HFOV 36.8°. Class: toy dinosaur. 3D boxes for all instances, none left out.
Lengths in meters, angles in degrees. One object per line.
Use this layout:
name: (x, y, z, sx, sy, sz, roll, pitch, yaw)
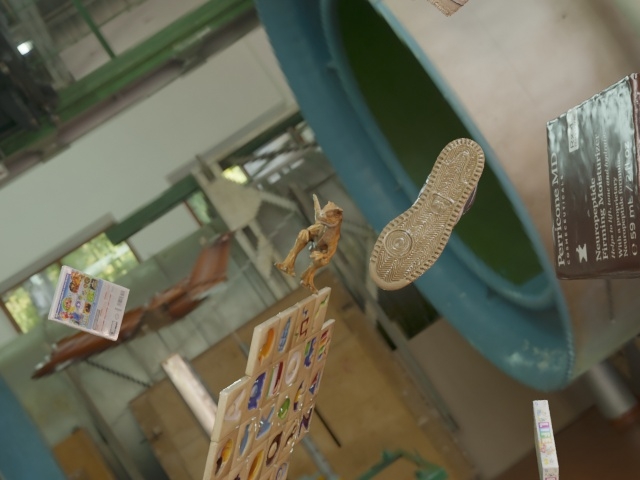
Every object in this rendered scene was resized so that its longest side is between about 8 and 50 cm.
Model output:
toy dinosaur: (0.000, 0.000, 1.125, 0.112, 0.064, 0.211, -56, 6, -6)

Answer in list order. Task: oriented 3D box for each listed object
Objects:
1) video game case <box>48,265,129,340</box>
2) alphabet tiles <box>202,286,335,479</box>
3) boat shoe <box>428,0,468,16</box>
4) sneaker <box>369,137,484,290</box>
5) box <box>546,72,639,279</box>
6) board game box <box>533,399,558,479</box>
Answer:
video game case: (-0.362, 0.099, 1.510, 0.011, 0.087, 0.122, -7, -25, 45)
alphabet tiles: (-0.060, 0.211, 1.162, 0.342, 0.011, 0.285, -24, -51, -68)
boat shoe: (0.088, -0.234, 0.871, 0.100, 0.035, 0.035, 22, -50, -29)
sneaker: (0.181, -0.032, 1.621, 0.282, 0.099, 0.153, -56, -8, -4)
box: (0.326, -0.051, 0.885, 0.167, 0.168, 0.203, -2, -5, -8)
board game box: (0.392, 0.370, 1.674, 0.026, 0.103, 0.154, -5, 36, 9)
